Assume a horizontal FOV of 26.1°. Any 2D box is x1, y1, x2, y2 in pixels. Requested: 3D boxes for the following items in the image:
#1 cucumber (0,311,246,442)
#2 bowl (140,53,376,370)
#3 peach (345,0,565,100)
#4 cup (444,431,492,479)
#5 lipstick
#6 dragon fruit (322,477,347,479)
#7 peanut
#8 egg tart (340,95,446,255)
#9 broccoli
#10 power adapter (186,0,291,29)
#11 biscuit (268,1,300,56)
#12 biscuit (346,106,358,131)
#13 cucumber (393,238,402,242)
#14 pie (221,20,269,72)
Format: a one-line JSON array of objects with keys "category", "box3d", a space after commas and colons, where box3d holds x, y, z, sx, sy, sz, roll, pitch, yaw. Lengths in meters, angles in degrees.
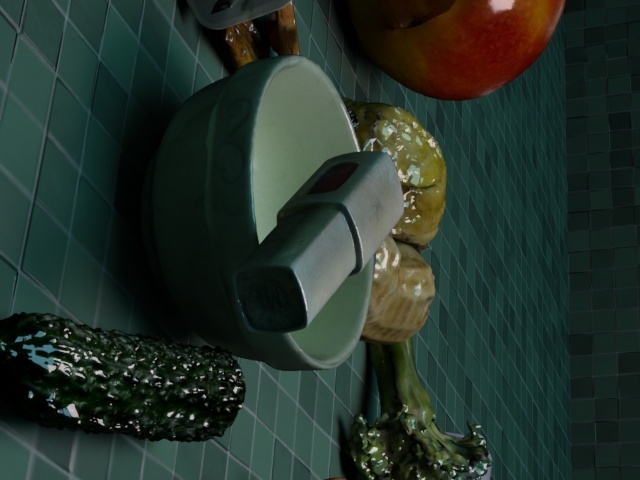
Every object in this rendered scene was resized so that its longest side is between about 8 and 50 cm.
[{"category": "cucumber", "box3d": [-0.170, 0.116, 1.124, 0.359, 0.096, 0.096, 22, 64, -68]}, {"category": "bowl", "box3d": [-0.068, -0.022, 1.357, 0.307, 0.163, 0.307, -5, 90, -71]}, {"category": "peach", "box3d": [0.206, -0.378, 2.000, 0.370, 0.370, 0.370, -6, 90, -71]}, {"category": "cup", "box3d": [0.193, 0.369, 2.005, 0.134, 0.173, 0.142, 44, 41, -31]}, {"category": "lipstick", "box3d": [0.000, 0.000, 1.220, 0.253, 0.079, 0.077, -50, 129, -58]}, {"category": "dragon fruit", "box3d": [0.017, 0.380, 1.451, 0.307, 0.243, 0.227, 120, -37, -49]}, {"category": "peanut", "box3d": [0.061, 0.052, 1.739, 0.325, 0.153, 0.140, 50, 33, -70]}, {"category": "egg tart", "box3d": [0.098, -0.102, 1.884, 0.252, 0.098, 0.232, 57, 34, -5]}, {"category": "broccoli", "box3d": [0.095, 0.254, 1.871, 0.198, 0.177, 0.275, -11, 63, -39]}, {"category": "power adapter", "box3d": [-0.087, -0.295, 1.427, 0.130, 0.125, 0.205, 67, 24, -20]}, {"category": "biscuit", "box3d": [-0.040, -0.220, 1.641, 0.165, 0.036, 0.250, -99, 180, -62]}, {"category": "biscuit", "box3d": [0.018, -0.133, 1.787, 0.087, 0.027, 0.089, -35, 90, -25]}, {"category": "cucumber", "box3d": [0.107, -0.022, 2.018, 0.241, 0.074, 0.074, -24, 107, -72]}, {"category": "pie", "box3d": [-0.084, -0.214, 1.568, 0.191, 0.033, 0.088, 56, 29, -61]}]
